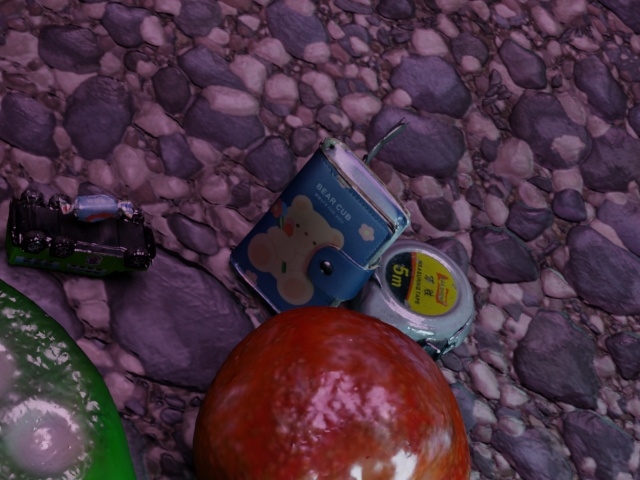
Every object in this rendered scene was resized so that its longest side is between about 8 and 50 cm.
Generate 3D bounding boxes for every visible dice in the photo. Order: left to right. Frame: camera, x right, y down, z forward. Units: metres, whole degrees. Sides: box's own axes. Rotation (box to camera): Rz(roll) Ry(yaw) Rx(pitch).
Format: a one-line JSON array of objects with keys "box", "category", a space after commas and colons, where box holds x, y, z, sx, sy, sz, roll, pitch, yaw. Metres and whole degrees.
[{"box": [-0.357, 0.213, 1.590, 0.297, 0.300, 0.287, 46, 47, 11], "category": "dice"}]

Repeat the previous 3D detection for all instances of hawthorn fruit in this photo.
[{"box": [0.011, 0.205, 1.864, 0.284, 0.284, 0.284, 17, 46, -18], "category": "hawthorn fruit"}]

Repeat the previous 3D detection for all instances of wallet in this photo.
[{"box": [0.000, 0.000, 2.062, 0.141, 0.202, 0.059, 47, 34, 9], "category": "wallet"}]

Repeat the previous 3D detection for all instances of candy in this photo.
[{"box": [-0.237, -0.033, 1.981, 0.083, 0.020, 0.030, -2, 54, -33], "category": "candy"}]

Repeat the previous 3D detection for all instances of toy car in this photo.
[{"box": [-0.260, -0.001, 2.002, 0.165, 0.062, 0.071, 9, 50, -25], "category": "toy car"}]

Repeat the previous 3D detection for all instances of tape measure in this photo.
[{"box": [0.105, 0.006, 2.200, 0.164, 0.084, 0.330, 22, 46, -16], "category": "tape measure"}]
